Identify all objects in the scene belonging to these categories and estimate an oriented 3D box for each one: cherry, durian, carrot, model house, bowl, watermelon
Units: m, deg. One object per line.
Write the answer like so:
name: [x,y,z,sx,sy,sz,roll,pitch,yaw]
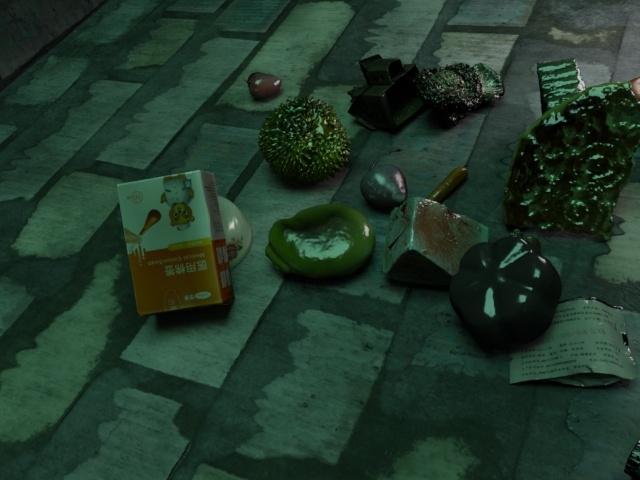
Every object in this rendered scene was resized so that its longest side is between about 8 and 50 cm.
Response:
cherry: [-0.206,-0.545,2.363,0.126,0.087,0.106,16,43,4]
durian: [-0.049,-0.305,1.987,0.290,0.225,0.291,-3,44,3]
carrot: [0.328,-0.127,1.847,0.043,0.043,0.248,29,61,35]
model house: [0.176,-0.489,2.150,0.211,0.204,0.243,-43,34,-26]
bowl: [-0.337,-0.031,1.853,0.276,0.145,0.277,-6,47,7]
watermelon: [0.274,-0.011,1.633,0.261,0.201,0.213,7,57,16]
cherry: [0.205,-0.163,1.864,0.188,0.115,0.148,-29,27,-21]

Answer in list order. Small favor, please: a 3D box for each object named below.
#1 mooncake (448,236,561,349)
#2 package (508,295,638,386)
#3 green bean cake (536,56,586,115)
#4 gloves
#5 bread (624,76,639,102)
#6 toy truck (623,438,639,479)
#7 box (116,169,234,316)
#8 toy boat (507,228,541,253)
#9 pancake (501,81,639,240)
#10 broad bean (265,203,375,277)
mooncake: [0.402,0.112,1.473,0.244,0.133,0.245,-22,47,27]
package: [0.532,0.215,1.442,0.250,0.062,0.204,-5,41,18]
green bean cake: [0.664,-0.343,1.829,0.132,0.241,0.255,-8,42,18]
gloves: [0.421,-0.464,2.082,0.312,0.135,0.210,-9,62,-24]
bread: [1.017,-0.356,1.822,0.333,0.143,0.324,-25,46,-11]
toy truck: [0.639,0.381,1.205,0.113,0.126,0.208,27,54,35]
box: [-0.360,0.010,1.686,0.224,0.342,0.143,-9,2,6]
toy boat: [0.483,0.064,1.589,0.088,0.068,0.226,-16,38,26]
pancake: [0.640,-0.198,1.661,0.304,0.427,0.067,25,13,16]
broad bean: [0.000,0.000,1.749,0.290,0.119,0.238,-1,46,13]
